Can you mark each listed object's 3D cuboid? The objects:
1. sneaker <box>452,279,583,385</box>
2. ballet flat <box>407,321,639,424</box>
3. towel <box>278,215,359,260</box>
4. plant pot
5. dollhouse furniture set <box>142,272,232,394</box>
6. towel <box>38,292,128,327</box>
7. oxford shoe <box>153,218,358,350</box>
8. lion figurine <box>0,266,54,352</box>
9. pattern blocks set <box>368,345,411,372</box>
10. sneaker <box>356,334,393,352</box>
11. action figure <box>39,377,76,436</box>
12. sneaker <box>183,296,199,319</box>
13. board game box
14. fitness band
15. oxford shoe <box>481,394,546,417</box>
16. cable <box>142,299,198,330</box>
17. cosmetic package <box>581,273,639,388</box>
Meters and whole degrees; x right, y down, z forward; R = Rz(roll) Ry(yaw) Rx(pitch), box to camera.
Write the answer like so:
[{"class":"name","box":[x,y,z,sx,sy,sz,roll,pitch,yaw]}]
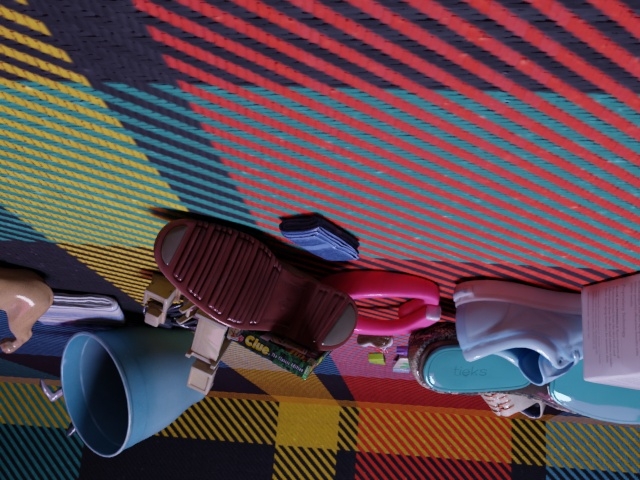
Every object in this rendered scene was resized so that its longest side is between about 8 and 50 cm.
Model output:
[{"class":"sneaker","box":[0.379,0.165,1.266,0.365,0.150,0.135,9,163,-12]},{"class":"ballet flat","box":[0.392,0.211,1.421,0.482,0.164,0.182,8,-159,-3]},{"class":"towel","box":[0.000,0.000,1.043,0.067,0.029,0.119,-5,160,31]},{"class":"plant pot","box":[-0.398,0.308,1.752,0.271,0.272,0.255,-13,180,44]},{"class":"dollhouse furniture set","box":[-0.236,0.152,1.399,0.160,0.101,0.182,25,128,5]},{"class":"towel","box":[-0.521,0.149,1.661,0.209,0.034,0.285,5,165,-7]},{"class":"oxford shoe","box":[-0.106,0.063,1.134,0.348,0.123,0.130,33,175,-35]},{"class":"lion figurine","box":[-0.583,0.089,1.343,0.240,0.142,0.392,-32,164,20]},{"class":"pattern blocks set","box":[0.263,0.307,1.965,0.285,0.026,0.325,0,163,15]},{"class":"sneaker","box":[0.137,0.217,1.679,0.067,0.042,0.118,19,166,-28]},{"class":"action figure","box":[-0.534,0.349,2.001,0.330,0.179,0.341,-20,-171,-41]},{"class":"sneaker","box":[-0.188,0.121,1.463,0.061,0.054,0.152,-30,147,35]},{"class":"board game box","box":[-0.049,0.149,1.233,0.136,0.030,0.259,24,-172,9]},{"class":"fitness band","box":[0.085,0.113,1.343,0.208,0.054,0.291,9,161,-13]},{"class":"oxford shoe","box":[0.404,0.309,1.726,0.396,0.147,0.140,21,157,-41]},{"class":"cable","box":[-0.256,0.151,1.588,0.150,0.047,0.184,-15,152,36]},{"class":"cosmetic package","box":[0.556,0.118,1.062,0.196,0.155,0.365,13,161,-24]}]
